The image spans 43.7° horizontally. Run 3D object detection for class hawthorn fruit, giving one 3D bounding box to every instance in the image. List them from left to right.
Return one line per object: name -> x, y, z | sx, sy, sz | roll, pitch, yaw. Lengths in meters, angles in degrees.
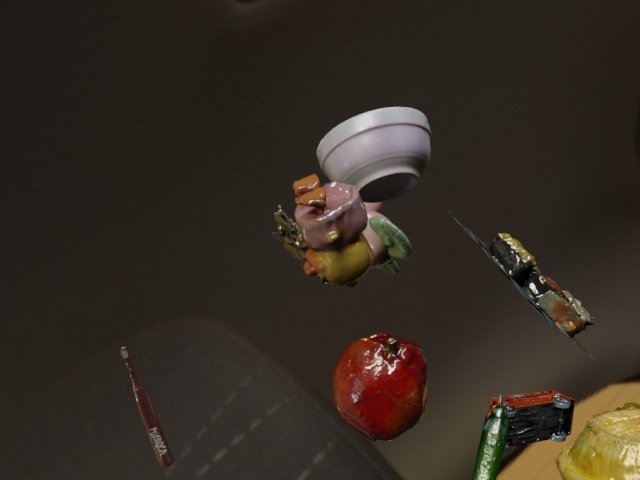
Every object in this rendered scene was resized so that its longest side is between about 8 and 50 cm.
hawthorn fruit -> 0.161, 0.360, 2.093 | 0.265, 0.265, 0.307 | -28, -43, -31

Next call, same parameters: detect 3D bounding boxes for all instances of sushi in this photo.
sushi -> 0.403, 0.068, 1.513 | 0.059, 0.292, 0.294 | -45, -44, 12

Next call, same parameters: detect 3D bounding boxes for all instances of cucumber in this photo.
cucumber -> 0.359, 0.449, 1.681 | 0.056, 0.056, 0.250 | 34, -109, -58

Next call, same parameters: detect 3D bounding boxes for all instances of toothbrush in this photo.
toothbrush -> -0.489, 0.465, 2.228 | 0.041, 0.041, 0.364 | -25, -81, -34

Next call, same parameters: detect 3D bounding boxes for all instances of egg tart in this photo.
egg tart -> 0.534, 0.366, 1.347 | 0.288, 0.288, 0.118 | -13, -76, -44

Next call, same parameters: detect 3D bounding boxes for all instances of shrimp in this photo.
shrimp -> 0.000, 0.000, 1.967 | 0.168, 0.077, 0.317 | -32, -43, 17

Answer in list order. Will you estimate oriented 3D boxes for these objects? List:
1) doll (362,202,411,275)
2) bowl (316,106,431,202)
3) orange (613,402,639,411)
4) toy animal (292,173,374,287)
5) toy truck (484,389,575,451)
doll -> 0.159, -0.026, 2.381 | 0.216, 0.268, 0.284 | -45, -9, -21
bowl -> 0.144, -0.189, 1.954 | 0.287, 0.144, 0.287 | -13, -20, -5
orange -> 0.709, 0.413, 1.816 | 0.095, 0.085, 0.085 | -42, -26, 29
toy animal -> 0.033, -0.009, 1.825 | 0.169, 0.195, 0.281 | -12, -62, -4
toy truck -> 0.505, 0.440, 1.979 | 0.252, 0.114, 0.107 | -2, -76, -23
